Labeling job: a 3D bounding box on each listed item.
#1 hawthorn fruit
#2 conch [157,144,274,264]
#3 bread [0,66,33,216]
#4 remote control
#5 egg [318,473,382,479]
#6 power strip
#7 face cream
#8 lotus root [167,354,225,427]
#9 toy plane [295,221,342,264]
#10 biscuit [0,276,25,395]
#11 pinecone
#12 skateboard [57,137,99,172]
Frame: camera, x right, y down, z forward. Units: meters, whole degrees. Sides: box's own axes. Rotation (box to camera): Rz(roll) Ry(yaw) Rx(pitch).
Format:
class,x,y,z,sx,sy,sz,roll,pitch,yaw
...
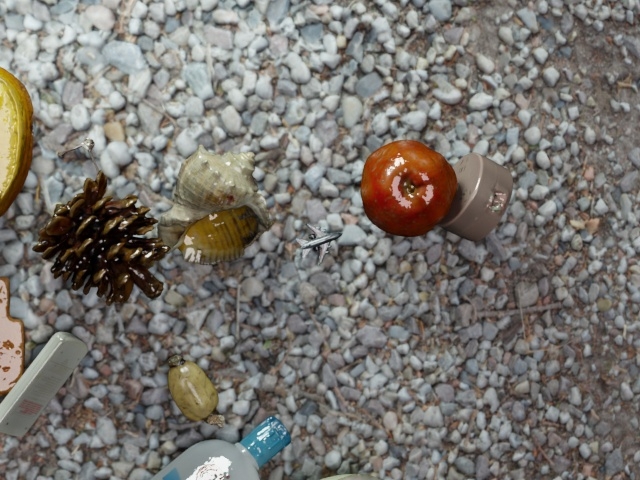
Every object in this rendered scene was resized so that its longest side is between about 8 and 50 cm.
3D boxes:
class,x,y,z,sx,sy,sz,roll,pitch,yaw
hawthorn fruit,0.156,-0.092,1.524,0.189,0.189,0.189,-1,93,-16
conch,-0.177,-0.053,1.450,0.178,0.163,0.245,47,110,3
bread,-0.549,-0.148,1.338,0.195,0.142,0.269,12,91,-14
remote control,-0.458,0.234,1.416,0.029,0.087,0.190,33,83,23
egg,0.013,0.533,1.527,0.286,0.174,0.264,-2,90,-42
power strip,0.276,-0.079,1.573,0.078,0.154,0.154,26,85,-17
face cream,-0.191,0.424,1.469,0.337,0.080,0.163,-36,60,-25
lotus root,-0.217,0.266,1.496,0.072,0.063,0.152,-39,99,-21
toy plane,0.000,0.000,1.561,0.083,0.031,0.078,-21,98,-14
biscuit,-0.596,0.141,1.390,0.284,0.043,0.306,-45,106,-13
pinecone,-0.337,0.009,1.392,0.212,0.168,0.185,34,107,-16
skateboard,-0.393,-0.122,1.446,0.064,0.032,0.083,-25,97,-3
